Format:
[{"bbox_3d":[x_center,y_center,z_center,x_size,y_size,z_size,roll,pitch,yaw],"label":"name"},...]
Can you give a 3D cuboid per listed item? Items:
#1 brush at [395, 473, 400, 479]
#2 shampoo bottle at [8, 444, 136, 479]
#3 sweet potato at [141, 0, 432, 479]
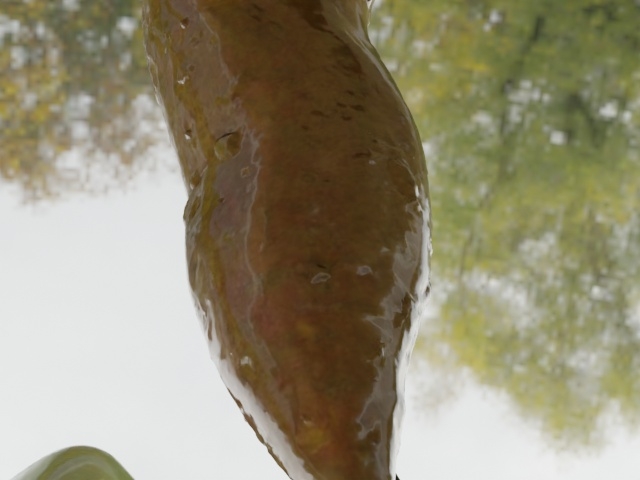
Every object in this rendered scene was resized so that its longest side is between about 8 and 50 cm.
[{"bbox_3d":[0.004,0.107,0.888,0.016,0.063,0.193,3,-145,-34],"label":"brush"},{"bbox_3d":[-0.174,0.340,1.217,0.317,0.322,0.322,50,-157,-9],"label":"shampoo bottle"},{"bbox_3d":[-0.003,0.001,0.770,0.131,0.131,0.337,-2,-125,-18],"label":"sweet potato"}]
